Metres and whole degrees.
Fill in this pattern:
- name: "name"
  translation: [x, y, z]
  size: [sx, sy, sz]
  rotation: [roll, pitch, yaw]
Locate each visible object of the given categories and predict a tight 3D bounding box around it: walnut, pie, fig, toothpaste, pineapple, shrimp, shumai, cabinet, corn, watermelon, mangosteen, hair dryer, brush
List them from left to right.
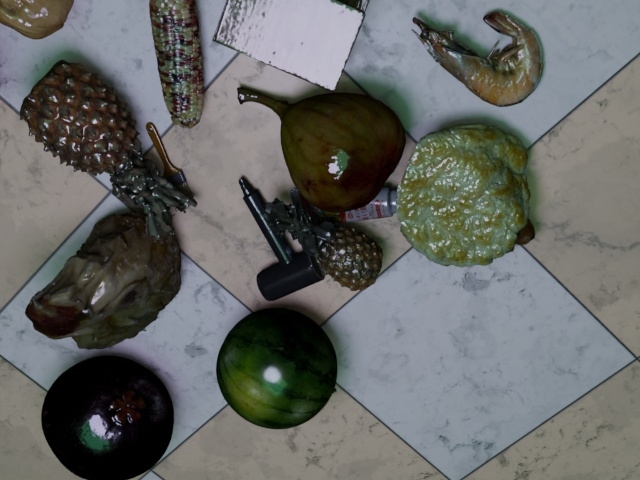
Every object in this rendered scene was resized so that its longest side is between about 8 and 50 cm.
- name: "walnut"
  translation: [-0.503, -0.428, 1.440]
  size: [0.166, 0.149, 0.167]
  rotation: [21, 146, 15]
- name: "mangosteen"
  translation: [-0.458, 0.383, 1.789]
  size: [0.275, 0.275, 0.302]
  rotation: [39, 147, -13]
- name: "shumai"
  translation: [-0.410, 0.114, 1.614]
  size: [0.217, 0.283, 0.346]
  rotation: [38, 112, -11]
- name: "pineapple"
  translation: [-0.375, -0.162, 1.545]
  size: [0.361, 0.175, 0.175]
  rotation: [41, 113, -19]
- name: "brush"
  translation: [-0.296, -0.149, 1.622]
  size: [0.043, 0.014, 0.170]
  rotation: [-17, 112, 12]
- name: "corn"
  translation: [-0.250, -0.325, 1.493]
  size: [0.086, 0.086, 0.253]
  rotation: [-1, 118, 6]
- name: "hair dryer"
  translation: [-0.106, -0.006, 1.654]
  size: [0.128, 0.070, 0.255]
  rotation: [-27, 103, 18]
- name: "watermelon"
  translation: [-0.085, 0.254, 1.676]
  size: [0.242, 0.242, 0.242]
  rotation: [2, 116, 5]
- name: "cabinet"
  translation: [-0.042, -0.374, 1.395]
  size: [0.215, 0.175, 0.148]
  rotation: [22, 116, -4]
- name: "fig"
  translation: [-0.017, -0.198, 1.493]
  size: [0.320, 0.217, 0.217]
  rotation: [36, 116, 13]
- name: "pineapple"
  translation: [0.000, 0.000, 1.592]
  size: [0.251, 0.125, 0.125]
  rotation: [30, 116, -23]
- name: "toothpaste"
  translation: [0.062, -0.069, 1.607]
  size: [0.234, 0.057, 0.089]
  rotation: [-3, 124, 17]
- name: "pie"
  translation: [0.262, -0.078, 1.537]
  size: [0.257, 0.105, 0.275]
  rotation: [-12, 113, -4]
- name: "shrimp"
  translation: [0.275, -0.333, 1.458]
  size: [0.251, 0.052, 0.144]
  rotation: [28, 105, -16]
